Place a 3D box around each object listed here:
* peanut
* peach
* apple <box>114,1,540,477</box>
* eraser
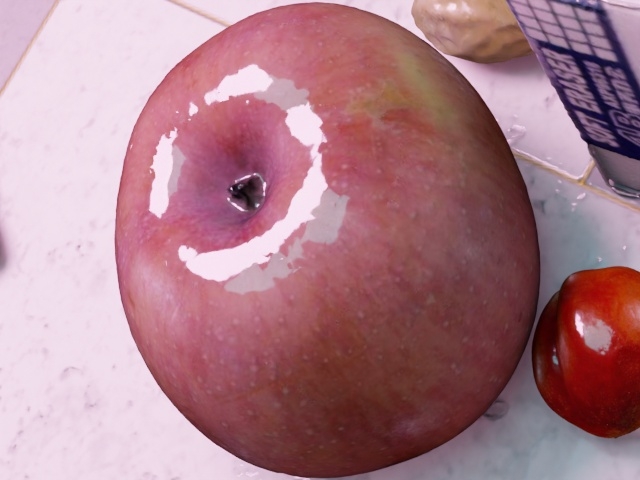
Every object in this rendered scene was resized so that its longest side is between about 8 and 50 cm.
[{"bbox_3d":[0.148,-0.171,1.051,0.214,0.099,0.090,-7,110,53],"label":"peanut"},{"bbox_3d":[0.184,0.072,0.968,0.101,0.101,0.100,-8,69,21],"label":"peach"},{"bbox_3d":[0.000,0.000,0.991,0.306,0.235,0.305,-9,69,24],"label":"apple"},{"bbox_3d":[0.207,-0.110,0.912,0.130,0.287,0.086,17,76,29],"label":"eraser"}]
